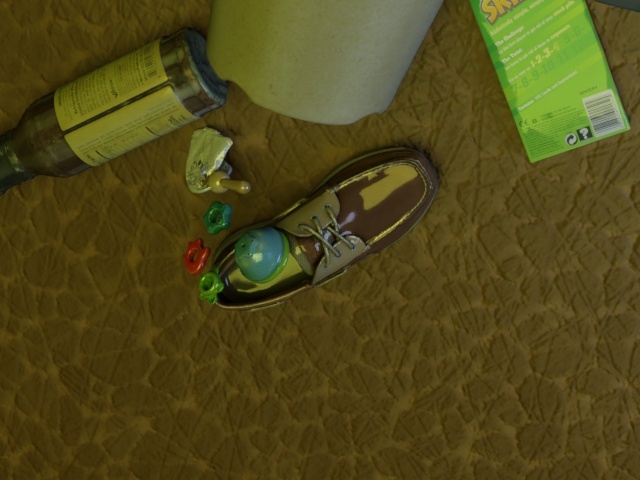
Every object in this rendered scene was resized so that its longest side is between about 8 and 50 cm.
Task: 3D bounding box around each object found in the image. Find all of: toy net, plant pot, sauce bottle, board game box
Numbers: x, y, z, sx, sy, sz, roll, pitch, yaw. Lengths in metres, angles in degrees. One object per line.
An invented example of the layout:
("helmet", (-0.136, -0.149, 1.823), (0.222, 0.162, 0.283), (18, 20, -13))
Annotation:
("toy net", (-0.120, -0.033, 1.807), (0.122, 0.232, 0.045), (-39, 141, 23))
("plant pot", (0.014, -0.307, 1.616), (0.334, 0.334, 0.305), (21, 123, 3))
("sauce bottle", (-0.283, -0.146, 1.821), (0.344, 0.111, 0.111), (-21, 104, 18))
("board game box", (0.257, -0.229, 1.726), (0.124, 0.039, 0.259), (-19, 107, 16))

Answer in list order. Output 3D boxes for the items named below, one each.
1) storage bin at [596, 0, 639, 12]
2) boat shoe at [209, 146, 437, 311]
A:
("storage bin", (0.356, -0.311, 1.651), (0.091, 0.098, 0.135), (11, 111, 18))
("boat shoe", (0.000, 0.000, 1.813), (0.324, 0.116, 0.123), (-33, 100, 20))
